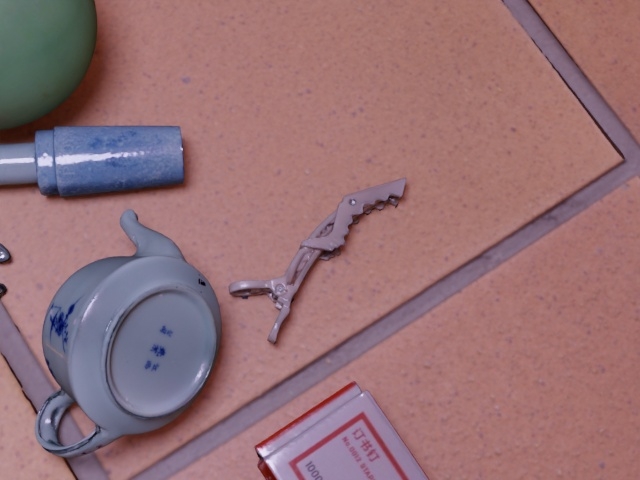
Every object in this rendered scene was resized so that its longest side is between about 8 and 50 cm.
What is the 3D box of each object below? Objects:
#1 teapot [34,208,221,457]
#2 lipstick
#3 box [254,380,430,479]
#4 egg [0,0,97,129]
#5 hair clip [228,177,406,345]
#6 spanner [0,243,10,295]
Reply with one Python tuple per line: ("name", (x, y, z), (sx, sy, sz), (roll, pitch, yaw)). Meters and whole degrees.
("teapot", (-0.185, 0.086, 0.847), (0.159, 0.159, 0.232), (22, 81, -1))
("lipstick", (-0.272, -0.075, 0.915), (0.274, 0.061, 0.068), (-4, 75, -10))
("box", (0.048, 0.256, 0.864), (0.123, 0.050, 0.229), (-31, 79, -17))
("egg", (-0.338, -0.220, 0.869), (0.270, 0.220, 0.220), (27, 70, 8))
("hair clip", (0.000, 0.000, 0.947), (0.072, 0.034, 0.226), (40, 71, 6))
("spanner", (-0.440, -0.011, 0.894), (0.302, 0.017, 0.071), (17, 71, -2))
